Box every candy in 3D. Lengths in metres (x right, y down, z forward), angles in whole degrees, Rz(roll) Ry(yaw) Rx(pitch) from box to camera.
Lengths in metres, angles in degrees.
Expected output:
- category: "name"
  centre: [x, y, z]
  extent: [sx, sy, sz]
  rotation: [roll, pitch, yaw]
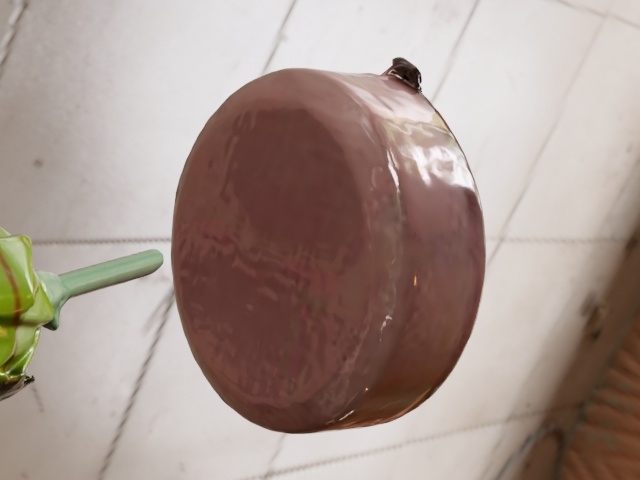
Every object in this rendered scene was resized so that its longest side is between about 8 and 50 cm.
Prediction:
- category: "candy"
  centre: [0.000, 0.000, 0.949]
  extent: [0.094, 0.255, 0.255]
  rotation: [0, 118, -42]
- category: "candy"
  centre: [-0.085, 0.014, 0.448]
  extent: [0.058, 0.062, 0.194]
  rotation: [-26, 177, 15]
